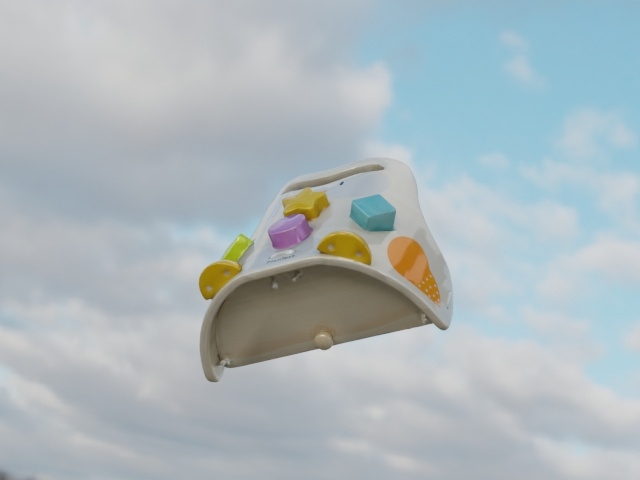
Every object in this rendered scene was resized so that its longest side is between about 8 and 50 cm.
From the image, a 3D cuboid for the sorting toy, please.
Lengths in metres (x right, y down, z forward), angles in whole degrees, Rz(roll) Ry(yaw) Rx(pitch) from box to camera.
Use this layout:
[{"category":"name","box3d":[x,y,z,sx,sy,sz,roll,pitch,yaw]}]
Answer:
[{"category":"sorting toy","box3d":[0.000,0.000,0.494,0.083,0.075,0.045,-14,-59,21]}]
